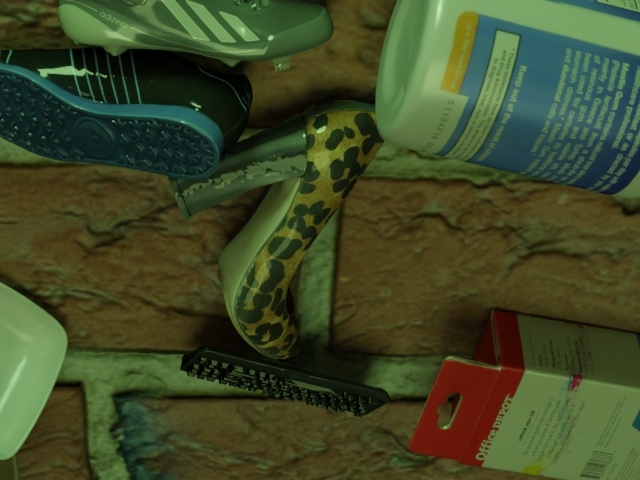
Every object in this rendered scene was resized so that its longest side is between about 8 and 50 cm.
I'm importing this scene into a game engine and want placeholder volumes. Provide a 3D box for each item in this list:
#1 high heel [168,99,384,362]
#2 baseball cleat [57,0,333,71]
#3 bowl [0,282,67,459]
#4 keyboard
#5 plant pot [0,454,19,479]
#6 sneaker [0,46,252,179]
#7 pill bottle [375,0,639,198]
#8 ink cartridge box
[{"bbox_3d":[0.000,0.000,1.336,0.186,0.093,0.261,-21,136,1],"label":"high heel"},{"bbox_3d":[-0.092,-0.184,1.176,0.205,0.072,0.109,-1,125,-4],"label":"baseball cleat"},{"bbox_3d":[-0.305,0.108,1.404,0.142,0.142,0.053,35,157,-28],"label":"bowl"},{"bbox_3d":[-0.036,0.130,1.452,0.180,0.023,0.108,16,166,-13],"label":"keyboard"},{"bbox_3d":[-0.440,0.228,1.439,0.284,0.284,0.191,37,153,-28],"label":"plant pot"},{"bbox_3d":[-0.165,-0.112,1.242,0.232,0.090,0.081,16,134,15],"label":"sneaker"},{"bbox_3d":[0.189,-0.116,1.180,0.272,0.152,0.152,13,130,-10],"label":"pill bottle"},{"bbox_3d":[0.204,0.143,1.456,0.231,0.078,0.134,11,130,-9],"label":"ink cartridge box"}]
